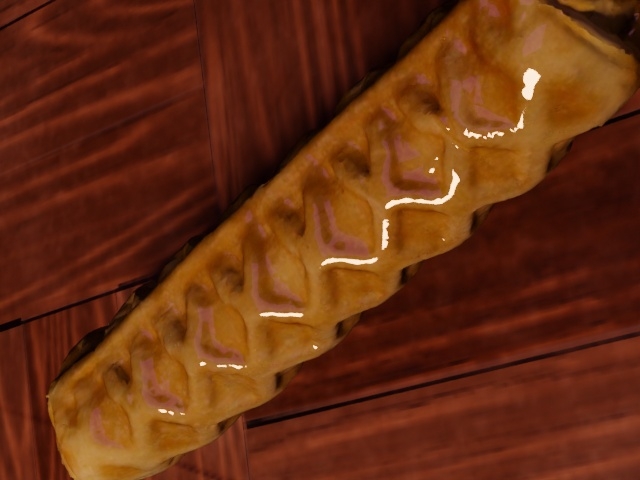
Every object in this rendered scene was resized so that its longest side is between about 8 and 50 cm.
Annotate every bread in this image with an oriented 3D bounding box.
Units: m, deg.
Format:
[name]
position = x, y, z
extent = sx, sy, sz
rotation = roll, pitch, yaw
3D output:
[bread]
position = -0.001, -0.001, 0.765
extent = 0.077, 0.084, 0.367
rotation = 44, 125, -8
